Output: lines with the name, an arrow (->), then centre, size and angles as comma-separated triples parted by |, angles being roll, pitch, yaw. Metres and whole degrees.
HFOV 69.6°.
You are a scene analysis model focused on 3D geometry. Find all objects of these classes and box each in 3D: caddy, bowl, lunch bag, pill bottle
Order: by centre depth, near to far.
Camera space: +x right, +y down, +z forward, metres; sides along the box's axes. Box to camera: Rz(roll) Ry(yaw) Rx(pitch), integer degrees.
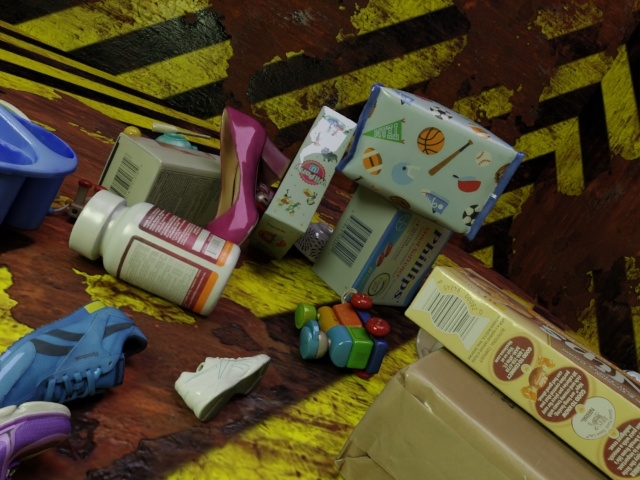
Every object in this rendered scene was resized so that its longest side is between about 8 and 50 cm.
caddy -> -0.510, -0.139, 0.610 | 0.341, 0.179, 0.241 | 27, 13, -6
pill bottle -> -0.244, 0.017, 0.695 | 0.221, 0.121, 0.121 | 27, 14, -10
lunch bag -> 0.238, -0.192, 1.058 | 0.327, 0.239, 0.385 | 29, 22, 2
bowl -> 0.000, 0.000, 1.268 | 0.170, 0.080, 0.170 | 36, 14, -10

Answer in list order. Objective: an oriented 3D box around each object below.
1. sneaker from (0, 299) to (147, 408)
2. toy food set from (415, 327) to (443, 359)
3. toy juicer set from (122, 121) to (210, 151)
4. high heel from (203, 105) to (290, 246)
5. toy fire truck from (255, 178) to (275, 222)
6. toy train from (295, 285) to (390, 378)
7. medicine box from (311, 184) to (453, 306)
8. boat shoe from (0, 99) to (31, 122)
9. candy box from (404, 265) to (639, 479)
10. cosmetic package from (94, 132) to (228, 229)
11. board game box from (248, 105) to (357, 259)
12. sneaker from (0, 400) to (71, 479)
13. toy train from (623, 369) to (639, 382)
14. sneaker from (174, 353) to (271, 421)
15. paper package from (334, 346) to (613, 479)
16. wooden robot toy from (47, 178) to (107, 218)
sneaker -> -0.238, 0.123, 0.443 | 0.082, 0.069, 0.209 | 33, 14, 0
toy food set -> 0.328, 0.283, 0.937 | 0.219, 0.093, 0.306 | 27, 14, -5
toy juicer set -> -0.484, -0.286, 1.400 | 0.209, 0.090, 0.329 | 15, 23, -2
high heel -> -0.199, -0.105, 0.908 | 0.181, 0.127, 0.377 | 41, 43, -20
toy fire truck -> -0.180, -0.128, 1.307 | 0.254, 0.169, 0.302 | 44, 10, -17
toy train -> 0.017, 0.141, 0.846 | 0.143, 0.105, 0.248 | 10, 20, -18
medicine box -> 0.168, 0.021, 1.198 | 0.289, 0.264, 0.149 | 13, 22, -47
boat shoe -> -0.631, -0.212, 0.786 | 0.304, 0.109, 0.091 | 24, 14, 6
candy box -> 0.286, 0.157, 0.614 | 0.316, 0.088, 0.182 | 39, 17, 28
cosmetic package -> -0.302, -0.116, 0.995 | 0.129, 0.153, 0.296 | 36, 14, 22
board game box -> -0.046, -0.128, 1.075 | 0.097, 0.304, 0.224 | 27, -24, -9
sneaker -> -0.243, 0.172, 0.307 | 0.071, 0.068, 0.170 | 47, 26, 9
toy train -> 0.508, 0.339, 0.752 | 0.190, 0.142, 0.334 | 40, -22, 38
sneaker -> -0.115, 0.164, 0.570 | 0.061, 0.054, 0.152 | 31, 14, 21
paper package -> 0.235, 0.288, 0.585 | 0.309, 0.168, 0.324 | 38, 15, 26
wooden robot toy -> -0.393, -0.063, 0.804 | 0.173, 0.076, 0.079 | 24, 4, -21
